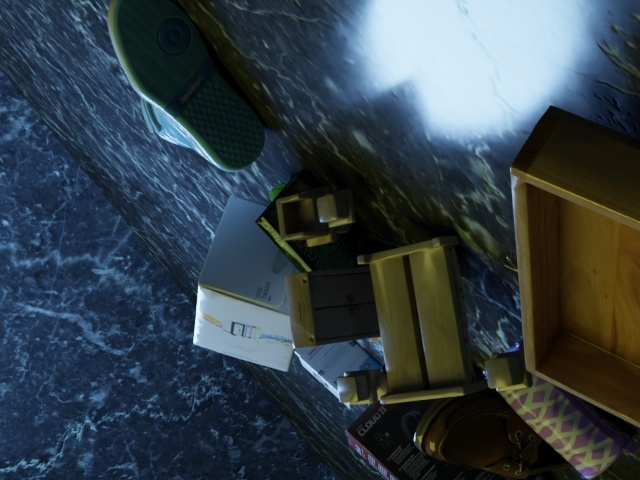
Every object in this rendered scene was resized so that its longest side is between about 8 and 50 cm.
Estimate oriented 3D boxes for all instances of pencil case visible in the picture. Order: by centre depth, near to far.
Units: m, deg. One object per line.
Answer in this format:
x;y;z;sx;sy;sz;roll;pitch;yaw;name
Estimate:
0.310;0.214;1.461;0.206;0.086;0.088;44;131;3;pencil case

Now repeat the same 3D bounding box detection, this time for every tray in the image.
0.284;0.055;1.008;0.202;0.076;0.411;26;160;24;tray

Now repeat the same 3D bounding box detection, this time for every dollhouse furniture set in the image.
0.138;0.052;1.489;0.355;0.173;0.303;-13;83;43;dollhouse furniture set

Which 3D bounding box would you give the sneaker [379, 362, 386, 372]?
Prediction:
0.155;0.278;2.122;0.124;0.107;0.283;61;162;-2;sneaker

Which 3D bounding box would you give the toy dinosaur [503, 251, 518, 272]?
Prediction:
0.243;0.029;1.165;0.092;0.053;0.183;30;159;45;toy dinosaur

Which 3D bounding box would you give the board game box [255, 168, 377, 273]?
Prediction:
0.000;0.000;1.665;0.186;0.126;0.026;48;138;-13;board game box

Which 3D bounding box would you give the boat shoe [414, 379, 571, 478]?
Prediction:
0.254;0.260;1.511;0.307;0.111;0.104;5;-156;-47;boat shoe

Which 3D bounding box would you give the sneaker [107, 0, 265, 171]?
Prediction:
-0.234;-0.239;1.655;0.208;0.127;0.319;24;154;54;sneaker

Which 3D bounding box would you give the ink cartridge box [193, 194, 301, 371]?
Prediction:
-0.096;0.071;1.772;0.168;0.171;0.233;17;152;0;ink cartridge box

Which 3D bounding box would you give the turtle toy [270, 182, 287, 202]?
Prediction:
-0.049;-0.039;1.804;0.095;0.066;0.130;7;150;21;turtle toy

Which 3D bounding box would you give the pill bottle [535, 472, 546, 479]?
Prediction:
0.329;0.426;1.937;0.119;0.119;0.208;27;157;53;pill bottle

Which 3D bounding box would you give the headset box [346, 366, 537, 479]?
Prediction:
0.197;0.312;1.781;0.293;0.218;0.110;40;166;17;headset box

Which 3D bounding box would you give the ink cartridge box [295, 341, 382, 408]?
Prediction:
0.032;0.250;2.340;0.180;0.104;0.060;41;167;21;ink cartridge box
